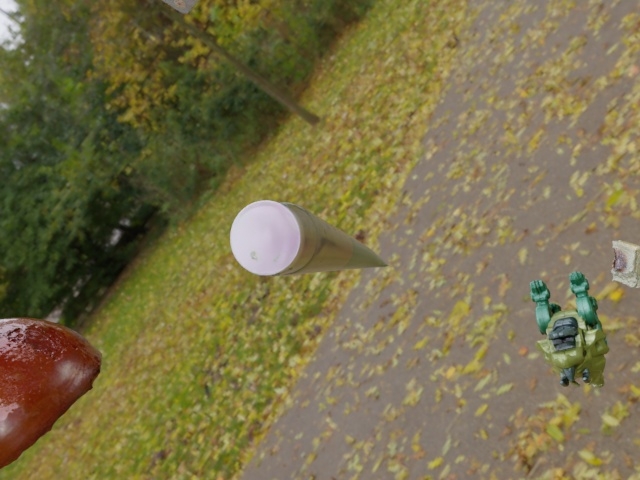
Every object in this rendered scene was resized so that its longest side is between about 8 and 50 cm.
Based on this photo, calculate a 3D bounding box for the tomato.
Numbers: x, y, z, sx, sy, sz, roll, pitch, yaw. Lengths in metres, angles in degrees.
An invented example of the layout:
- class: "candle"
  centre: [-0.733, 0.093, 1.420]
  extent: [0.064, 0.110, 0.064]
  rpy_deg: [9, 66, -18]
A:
- class: "tomato"
  centre: [-0.283, 0.123, 0.628]
  extent: [0.189, 0.099, 0.173]
  rpy_deg: [-18, 24, 38]

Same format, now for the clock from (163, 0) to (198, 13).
- class: "clock"
  centre: [-0.177, -0.573, 1.255]
  extent: [0.235, 0.166, 0.309]
  rpy_deg: [-23, 44, 53]

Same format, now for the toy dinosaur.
- class: "toy dinosaur"
  centre: [0.365, 0.144, 1.068]
  extent: [0.094, 0.259, 0.153]
  rpy_deg: [-14, 64, 27]

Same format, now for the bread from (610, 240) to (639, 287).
- class: "bread"
  centre: [0.563, 0.043, 1.379]
  extent: [0.070, 0.035, 0.083]
  rpy_deg: [-140, 44, -67]

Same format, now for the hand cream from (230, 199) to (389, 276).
- class: "hand cream"
  centre: [0.000, 0.000, 0.811]
  extent: [0.070, 0.111, 0.312]
  rpy_deg: [-65, -14, 8]
